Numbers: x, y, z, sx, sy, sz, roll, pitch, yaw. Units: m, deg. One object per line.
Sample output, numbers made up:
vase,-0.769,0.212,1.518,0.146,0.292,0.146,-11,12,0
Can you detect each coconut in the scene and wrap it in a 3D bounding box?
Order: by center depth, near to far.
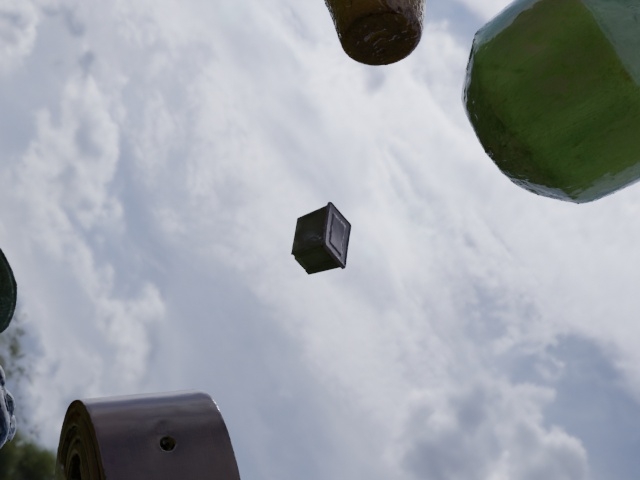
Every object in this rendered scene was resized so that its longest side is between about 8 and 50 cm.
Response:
coconut,0.355,-0.208,1.330,0.328,0.281,0.328,7,-75,27

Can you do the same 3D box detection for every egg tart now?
egg tart,0.104,-0.421,1.879,0.202,0.203,0.147,113,-22,-54

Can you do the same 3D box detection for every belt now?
belt,-0.119,0.228,0.675,0.184,0.105,0.261,23,-67,60

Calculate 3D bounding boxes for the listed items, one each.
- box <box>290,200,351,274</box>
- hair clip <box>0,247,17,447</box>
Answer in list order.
box,0.000,0.000,1.428,0.063,0.084,0.060,-18,-47,26
hair clip,-0.401,0.075,1.058,0.206,0.195,0.310,127,-48,-74
